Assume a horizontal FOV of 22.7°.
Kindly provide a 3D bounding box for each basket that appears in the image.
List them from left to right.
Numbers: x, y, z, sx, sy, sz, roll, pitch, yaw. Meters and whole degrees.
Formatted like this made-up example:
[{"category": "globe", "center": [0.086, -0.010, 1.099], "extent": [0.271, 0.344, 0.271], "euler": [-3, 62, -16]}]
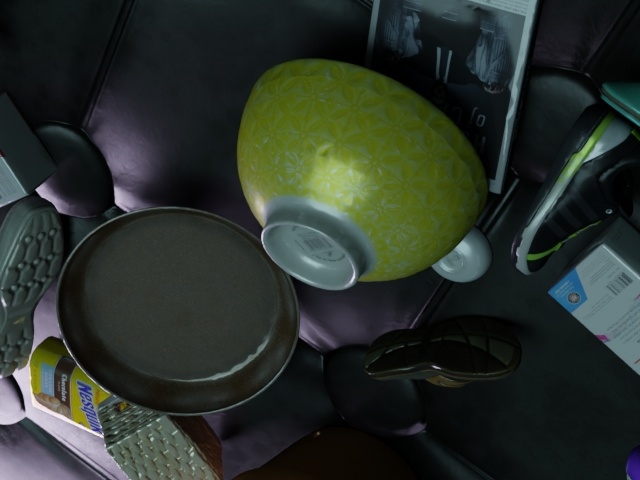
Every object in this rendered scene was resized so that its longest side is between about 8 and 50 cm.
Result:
[{"category": "basket", "center": [-0.214, 0.279, 2.175], "extent": [0.113, 0.103, 0.167], "euler": [-31, 122, 6]}]

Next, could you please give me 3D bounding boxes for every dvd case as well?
[{"category": "dvd case", "center": [0.133, -0.181, 1.698], "extent": [0.179, 0.029, 0.239], "euler": [18, 122, 18]}]

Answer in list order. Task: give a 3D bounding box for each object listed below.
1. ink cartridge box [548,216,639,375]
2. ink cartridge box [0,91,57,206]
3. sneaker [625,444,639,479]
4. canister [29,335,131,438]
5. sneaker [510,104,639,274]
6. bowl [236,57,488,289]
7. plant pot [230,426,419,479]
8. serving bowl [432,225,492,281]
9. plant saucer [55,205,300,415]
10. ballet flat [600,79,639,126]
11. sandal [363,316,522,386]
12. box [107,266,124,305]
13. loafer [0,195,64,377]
[{"category": "ink cartridge box", "center": [0.354, 0.075, 1.738], "extent": [0.181, 0.061, 0.104], "euler": [42, 135, 0]}, {"category": "ink cartridge box", "center": [-0.456, -0.106, 2.123], "extent": [0.175, 0.072, 0.127], "euler": [-19, 111, 40]}, {"category": "sneaker", "center": [0.485, 0.239, 1.755], "extent": [0.293, 0.102, 0.146], "euler": [10, 122, 21]}, {"category": "canister", "center": [-0.327, 0.217, 2.275], "extent": [0.170, 0.073, 0.126], "euler": [20, 130, 22]}, {"category": "sneaker", "center": [0.279, -0.036, 1.691], "extent": [0.097, 0.084, 0.235], "euler": [30, 133, 10]}, {"category": "bowl", "center": [0.019, -0.041, 1.725], "extent": [0.289, 0.156, 0.289], "euler": [22, 150, 13]}, {"category": "plant pot", "center": [0.007, 0.381, 2.085], "extent": [0.291, 0.203, 0.291], "euler": [16, 129, 22]}, {"category": "serving bowl", "center": [0.156, 0.016, 1.847], "extent": [0.083, 0.027, 0.083], "euler": [16, 128, 22]}, {"category": "plant saucer", "center": [-0.179, 0.084, 2.033], "extent": [0.310, 0.050, 0.311], "euler": [1, 118, 2]}, {"category": "ballet flat", "center": [0.398, -0.106, 1.580], "extent": [0.247, 0.083, 0.087], "euler": [37, 110, 4]}, {"category": "sandal", "center": [0.150, 0.146, 1.909], "extent": [0.219, 0.090, 0.060], "euler": [-11, 132, 36]}, {"category": "box", "center": [-0.264, 0.038, 2.095], "extent": [0.052, 0.083, 0.062], "euler": [2, 123, 32]}, {"category": "loafer", "center": [-0.436, 0.056, 2.203], "extent": [0.111, 0.112, 0.319], "euler": [46, 131, 27]}]
